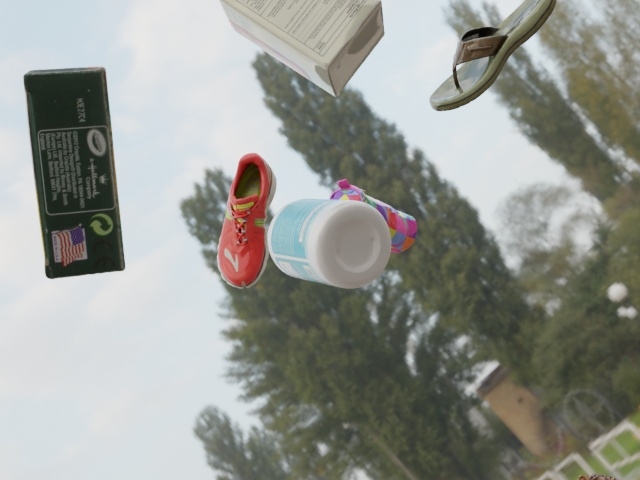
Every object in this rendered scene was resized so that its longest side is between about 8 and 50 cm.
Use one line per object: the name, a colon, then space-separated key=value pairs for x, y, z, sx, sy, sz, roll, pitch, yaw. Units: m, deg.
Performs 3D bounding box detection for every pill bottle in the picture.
pill bottle: x=0.000 y=0.000 z=1.629 sx=0.146 sy=0.146 sz=0.264 roll=-35 pitch=18 yaw=-20

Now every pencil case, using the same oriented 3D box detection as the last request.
pencil case: x=0.114 y=-0.048 z=2.041 sx=0.104 sy=0.104 sz=0.236 roll=-46 pitch=-39 yaw=14

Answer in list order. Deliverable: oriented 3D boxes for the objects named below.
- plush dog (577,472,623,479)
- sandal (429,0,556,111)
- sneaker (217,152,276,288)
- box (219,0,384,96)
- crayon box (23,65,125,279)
plush dog: x=0.409 y=0.464 z=1.334 sx=0.225 sy=0.262 sz=0.211 roll=-45 pitch=-37 yaw=17
sandal: x=0.303 y=-0.363 z=1.729 sx=0.303 sy=0.086 sz=0.120 roll=-48 pitch=24 yaw=8
sneaker: x=-0.156 y=-0.045 z=1.862 sx=0.107 sy=0.279 sz=0.118 roll=3 pitch=-17 yaw=7
box: x=-0.028 y=-0.375 z=1.569 sx=0.148 sy=0.232 sz=0.127 roll=-52 pitch=-14 yaw=-7
crayon box: x=-0.277 y=-0.088 z=1.037 sx=0.081 sy=0.202 sz=0.318 roll=-7 pitch=12 yaw=-16
